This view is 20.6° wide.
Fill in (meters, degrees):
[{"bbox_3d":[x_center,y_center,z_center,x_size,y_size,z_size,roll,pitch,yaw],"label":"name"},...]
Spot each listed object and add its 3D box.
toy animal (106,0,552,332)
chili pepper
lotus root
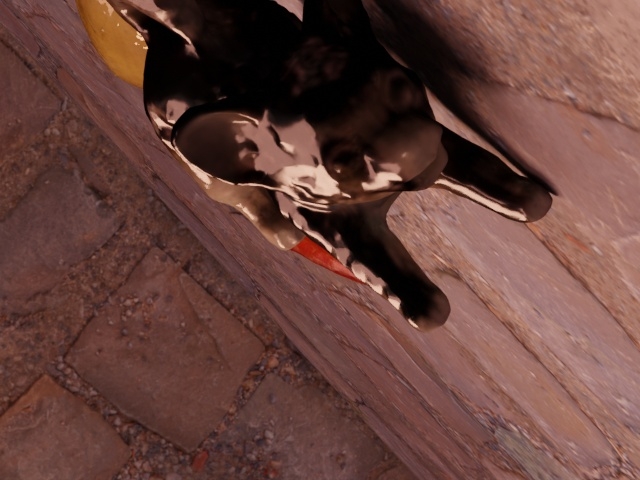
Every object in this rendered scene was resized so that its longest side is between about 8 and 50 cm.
[{"bbox_3d":[-0.025,-0.106,1.366,0.303,0.194,0.344,45,168,-34],"label":"toy animal"},{"bbox_3d":[0.000,0.000,2.205,0.272,0.071,0.063,30,123,47],"label":"chili pepper"},{"bbox_3d":[-0.163,-0.223,1.710,0.146,0.131,0.303,45,172,21],"label":"lotus root"}]
